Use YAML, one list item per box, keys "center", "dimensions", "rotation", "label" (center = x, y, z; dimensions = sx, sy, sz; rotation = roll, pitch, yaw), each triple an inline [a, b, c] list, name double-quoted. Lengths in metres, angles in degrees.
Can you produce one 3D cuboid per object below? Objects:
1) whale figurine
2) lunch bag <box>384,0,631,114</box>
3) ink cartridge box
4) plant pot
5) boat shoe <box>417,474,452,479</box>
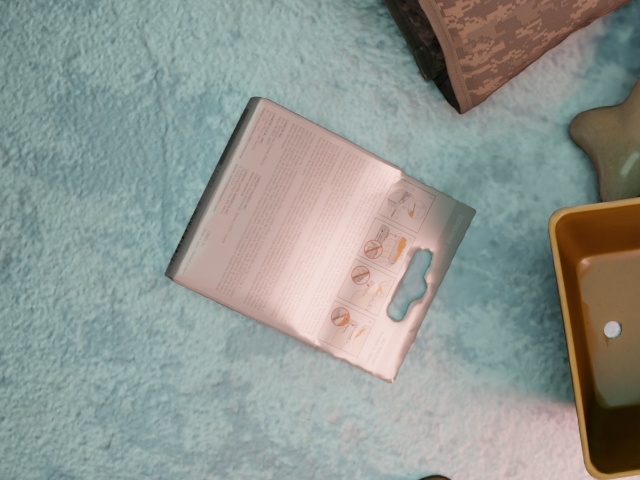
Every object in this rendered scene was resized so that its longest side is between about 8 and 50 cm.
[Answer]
- center: [0.353, -0.124, 1.284]
  dimensions: [0.272, 0.141, 0.216]
  rotation: [-36, 55, 21]
  label: "whale figurine"
- center: [0.161, -0.252, 1.232]
  dimensions: [0.235, 0.287, 0.169]
  rotation: [-34, 57, 0]
  label: "lunch bag"
- center: [0.000, 0.000, 1.337]
  dimensions: [0.225, 0.056, 0.181]
  rotation: [26, 89, -15]
  label: "ink cartridge box"
- center: [0.300, 0.069, 1.240]
  dimensions: [0.212, 0.187, 0.212]
  rotation: [-8, 88, 3]
  label: "plant pot"
- center: [0.046, 0.266, 1.308]
  dimensions: [0.178, 0.060, 0.064]
  rotation: [-33, 87, 1]
  label: "boat shoe"
